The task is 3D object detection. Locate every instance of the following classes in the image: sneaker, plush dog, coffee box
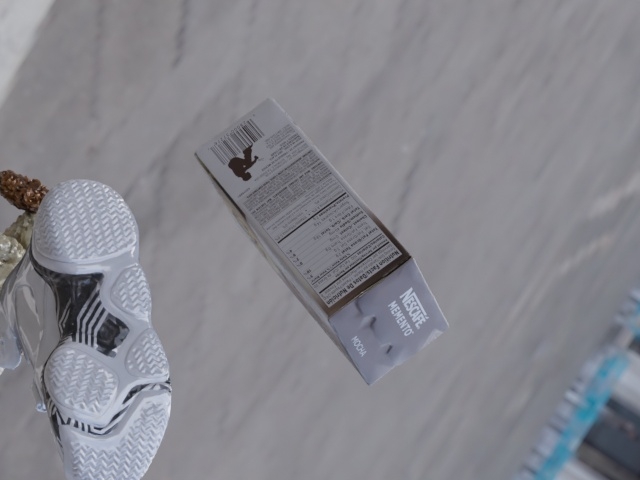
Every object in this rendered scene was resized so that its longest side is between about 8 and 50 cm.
[{"bbox_3d":[-0.267,0.134,2.137,0.210,0.137,0.365,130,-43,-52],"label":"sneaker"},{"bbox_3d":[-0.369,0.046,2.389,0.225,0.211,0.262,-42,128,-30],"label":"plush dog"},{"bbox_3d":[0.000,0.000,2.207,0.119,0.297,0.168,-37,145,-5],"label":"coffee box"}]
